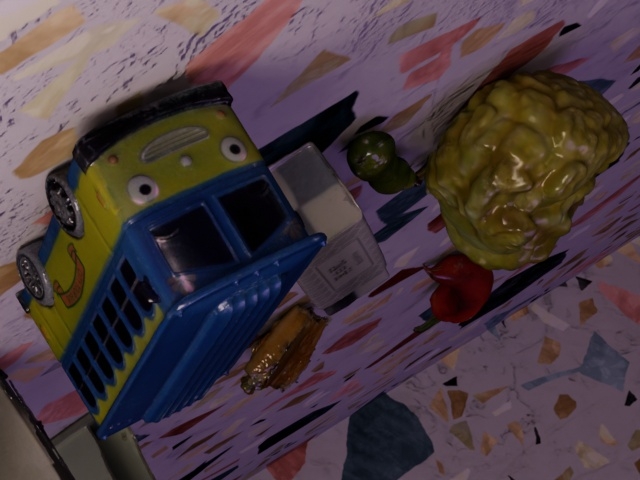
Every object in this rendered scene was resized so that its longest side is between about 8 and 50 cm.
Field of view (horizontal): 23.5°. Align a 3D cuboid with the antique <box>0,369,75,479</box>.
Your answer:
[{"bbox_3d":[-0.333,0.215,1.480,0.148,0.152,0.146,-34,170,-8],"label":"antique"}]

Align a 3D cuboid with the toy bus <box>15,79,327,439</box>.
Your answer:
[{"bbox_3d":[-0.126,0.021,1.188,0.138,0.175,0.287,-26,166,-29],"label":"toy bus"}]

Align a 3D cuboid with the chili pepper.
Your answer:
[{"bbox_3d":[0.229,0.077,2.634,0.137,0.091,0.368,-13,159,-4],"label":"chili pepper"}]

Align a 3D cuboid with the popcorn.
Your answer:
[{"bbox_3d":[0.234,-0.086,1.710,0.225,0.174,0.286,-41,163,-5],"label":"popcorn"}]

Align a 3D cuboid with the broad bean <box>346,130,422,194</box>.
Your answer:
[{"bbox_3d":[0.064,-0.078,1.601,0.256,0.053,0.052,25,83,-77],"label":"broad bean"}]

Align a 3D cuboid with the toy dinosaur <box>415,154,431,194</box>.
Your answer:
[{"bbox_3d":[0.135,-0.084,1.808,0.180,0.037,0.058,-34,147,-33],"label":"toy dinosaur"}]

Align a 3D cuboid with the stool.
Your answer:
[{"bbox_3d":[-0.193,0.311,2.014,0.270,0.243,0.170,-35,169,9],"label":"stool"}]

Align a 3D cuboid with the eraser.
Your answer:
[{"bbox_3d":[0.000,0.000,1.635,0.098,0.096,0.404,-34,168,0],"label":"eraser"}]

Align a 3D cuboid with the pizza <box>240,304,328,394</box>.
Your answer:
[{"bbox_3d":[-0.054,0.153,2.204,0.147,0.069,0.226,-56,169,5],"label":"pizza"}]
